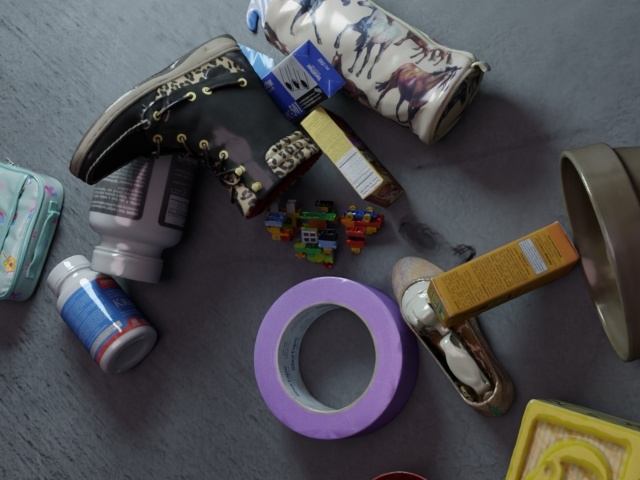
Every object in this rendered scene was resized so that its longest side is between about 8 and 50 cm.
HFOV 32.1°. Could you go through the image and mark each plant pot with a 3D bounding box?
[{"bbox_3d":[0.530,-0.016,1.628,0.280,0.323,0.323,-17,76,4],"label":"plant pot"}]

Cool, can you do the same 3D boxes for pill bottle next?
[{"bbox_3d":[-0.419,0.135,2.101,0.124,0.124,0.221,-47,69,11],"label":"pill bottle"},{"bbox_3d":[-0.329,-0.087,2.063,0.176,0.176,0.318,11,87,25],"label":"pill bottle"}]

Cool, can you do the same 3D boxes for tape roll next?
[{"bbox_3d":[0.026,0.202,1.915,0.275,0.090,0.275,-3,82,24],"label":"tape roll"}]

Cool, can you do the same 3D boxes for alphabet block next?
[{"bbox_3d":[0.397,0.354,1.670,0.192,0.197,0.193,13,88,24],"label":"alphabet block"}]

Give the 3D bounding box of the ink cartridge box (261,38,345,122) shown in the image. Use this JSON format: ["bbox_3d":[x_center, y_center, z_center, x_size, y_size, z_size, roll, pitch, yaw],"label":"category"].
[{"bbox_3d":[-0.037,-0.274,1.937,0.046,0.207,0.097,-44,99,-18],"label":"ink cartridge box"}]

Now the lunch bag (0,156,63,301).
[{"bbox_3d":[-0.641,-0.025,2.230,0.224,0.108,0.279,16,90,25],"label":"lunch bag"}]

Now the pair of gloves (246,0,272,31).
[{"bbox_3d":[-0.062,-0.467,2.081,0.198,0.023,0.159,-28,72,17],"label":"pair of gloves"}]

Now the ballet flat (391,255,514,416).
[{"bbox_3d":[0.209,0.149,1.830,0.107,0.106,0.316,-43,68,15],"label":"ballet flat"}]

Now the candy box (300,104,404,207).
[{"bbox_3d":[0.057,-0.145,1.937,0.053,0.109,0.187,-42,69,14],"label":"candy box"}]

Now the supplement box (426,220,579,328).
[{"bbox_3d":[0.288,0.056,1.772,0.233,0.078,0.080,-25,72,-11],"label":"supplement box"}]

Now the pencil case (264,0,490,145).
[{"bbox_3d":[0.092,-0.328,1.907,0.410,0.160,0.183,35,123,21],"label":"pencil case"}]

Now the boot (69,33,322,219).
[{"bbox_3d":[-0.207,-0.152,1.907,0.377,0.138,0.284,-40,83,-25],"label":"boot"}]

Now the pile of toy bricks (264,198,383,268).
[{"bbox_3d":[0.000,0.000,1.959,0.212,0.118,0.105,5,123,14],"label":"pile of toy bricks"}]

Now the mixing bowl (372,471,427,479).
[{"bbox_3d":[0.147,0.467,1.819,0.181,0.098,0.181,-3,81,23],"label":"mixing bowl"}]

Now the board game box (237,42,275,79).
[{"bbox_3d":[-0.148,-0.295,2.092,0.168,0.033,0.133,28,100,30],"label":"board game box"}]
